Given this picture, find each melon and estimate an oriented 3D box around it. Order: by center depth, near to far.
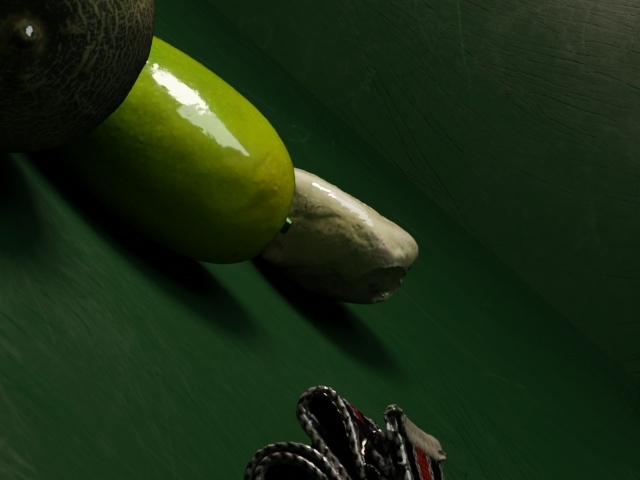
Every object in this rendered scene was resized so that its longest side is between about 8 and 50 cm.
[{"bbox_3d":[-0.265,-0.204,1.349,0.249,0.248,0.329,35,4,-27],"label":"melon"}]

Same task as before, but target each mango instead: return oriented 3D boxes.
[{"bbox_3d":[-0.174,-0.111,1.536,0.343,0.156,0.192,38,20,11],"label":"mango"}]

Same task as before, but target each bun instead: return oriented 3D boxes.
[{"bbox_3d":[0.000,0.000,1.812,0.210,0.116,0.237,31,-2,-30],"label":"bun"}]

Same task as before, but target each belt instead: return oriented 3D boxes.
[{"bbox_3d":[0.079,0.247,1.050,0.359,0.126,0.094,54,7,34],"label":"belt"}]
